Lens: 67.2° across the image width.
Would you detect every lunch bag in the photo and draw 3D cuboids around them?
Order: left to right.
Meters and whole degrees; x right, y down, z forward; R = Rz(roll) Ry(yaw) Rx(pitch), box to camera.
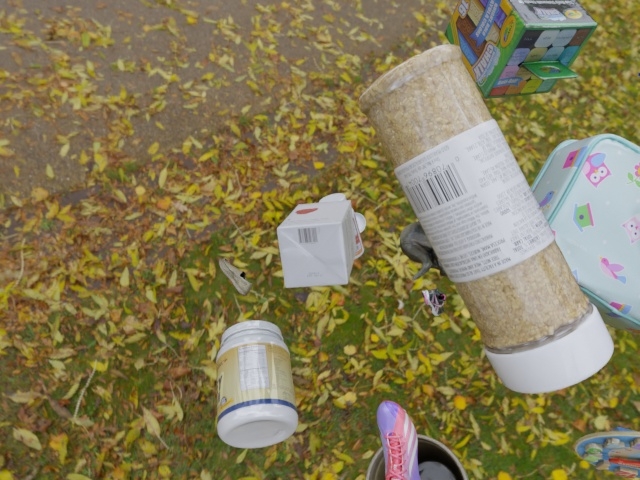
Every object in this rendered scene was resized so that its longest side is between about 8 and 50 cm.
[{"bbox_3d":[0.416,-0.005,0.662,0.279,0.108,0.223,29,87,-10],"label":"lunch bag"}]

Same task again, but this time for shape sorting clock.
[{"bbox_3d":[0.517,0.346,0.759,0.206,0.206,0.040,20,59,-4],"label":"shape sorting clock"}]

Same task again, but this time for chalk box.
[{"bbox_3d":[0.424,-0.423,1.016,0.181,0.179,0.288,-8,61,-16],"label":"chalk box"}]

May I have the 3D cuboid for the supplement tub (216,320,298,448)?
[{"bbox_3d":[-0.194,0.421,1.433,0.229,0.228,0.316,3,45,-16],"label":"supplement tub"}]

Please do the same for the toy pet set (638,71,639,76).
[{"bbox_3d":[0.723,-0.381,1.035,0.065,0.122,0.114,-30,42,-8],"label":"toy pet set"}]

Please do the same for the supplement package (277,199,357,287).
[{"bbox_3d":[0.000,0.000,1.399,0.178,0.175,0.293,-5,16,10],"label":"supplement package"}]

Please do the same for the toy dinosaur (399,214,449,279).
[{"bbox_3d":[0.237,0.007,1.052,0.160,0.121,0.313,35,50,16],"label":"toy dinosaur"}]

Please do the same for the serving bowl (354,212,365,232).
[{"bbox_3d":[0.132,-0.066,1.872,0.084,0.027,0.083,0,92,-12],"label":"serving bowl"}]

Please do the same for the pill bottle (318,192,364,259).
[{"bbox_3d":[0.067,-0.044,1.634,0.121,0.216,0.121,-15,24,7],"label":"pill bottle"}]

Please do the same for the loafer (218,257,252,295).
[{"bbox_3d":[-0.261,0.107,1.501,0.050,0.056,0.148,-40,74,0],"label":"loafer"}]

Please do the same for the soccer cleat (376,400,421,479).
[{"bbox_3d":[0.169,0.475,1.041,0.095,0.083,0.247,-19,99,-64],"label":"soccer cleat"}]

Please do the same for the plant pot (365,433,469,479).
[{"bbox_3d":[0.339,0.804,1.561,0.324,0.280,0.322,-10,64,22],"label":"plant pot"}]

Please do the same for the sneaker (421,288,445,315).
[{"bbox_3d":[0.479,0.251,1.963,0.077,0.178,0.071,-22,54,20],"label":"sneaker"}]

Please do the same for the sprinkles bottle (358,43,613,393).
[{"bbox_3d":[0.171,-0.022,0.513,0.121,0.121,0.355,-28,91,-31],"label":"sprinkles bottle"}]
